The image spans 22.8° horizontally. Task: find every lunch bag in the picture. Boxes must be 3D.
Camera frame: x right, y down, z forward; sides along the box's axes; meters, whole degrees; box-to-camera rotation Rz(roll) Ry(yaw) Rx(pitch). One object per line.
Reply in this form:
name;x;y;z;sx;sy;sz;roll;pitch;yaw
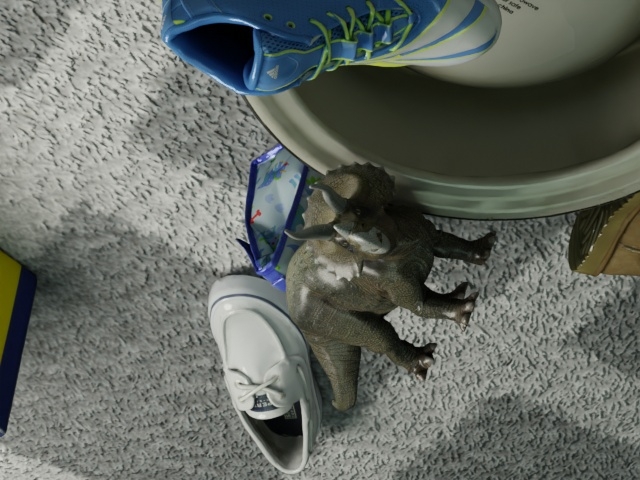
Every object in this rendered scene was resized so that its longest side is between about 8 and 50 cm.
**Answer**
lunch bag;0.000;0.000;1.389;0.129;0.151;0.096;34;130;-30

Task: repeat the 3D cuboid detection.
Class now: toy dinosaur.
toy dinosaur;0.038;0.031;1.268;0.160;0.121;0.313;24;152;-3

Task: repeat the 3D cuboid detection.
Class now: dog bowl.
dog bowl;0.132;-0.204;1.157;0.408;0.150;0.408;2;137;2

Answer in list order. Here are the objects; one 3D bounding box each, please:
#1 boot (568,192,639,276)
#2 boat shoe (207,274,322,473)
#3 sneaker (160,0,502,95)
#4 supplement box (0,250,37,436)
boot;0.379;-0.025;1.390;0.269;0.089;0.236;11;148;-8
boat shoe;-0.049;0.139;1.595;0.095;0.084;0.258;-10;136;15
sneaker;0.001;-0.131;1.041;0.240;0.126;0.091;9;137;-6
supplement box;-0.462;0.049;1.444;0.194;0.195;0.356;-27;130;29
